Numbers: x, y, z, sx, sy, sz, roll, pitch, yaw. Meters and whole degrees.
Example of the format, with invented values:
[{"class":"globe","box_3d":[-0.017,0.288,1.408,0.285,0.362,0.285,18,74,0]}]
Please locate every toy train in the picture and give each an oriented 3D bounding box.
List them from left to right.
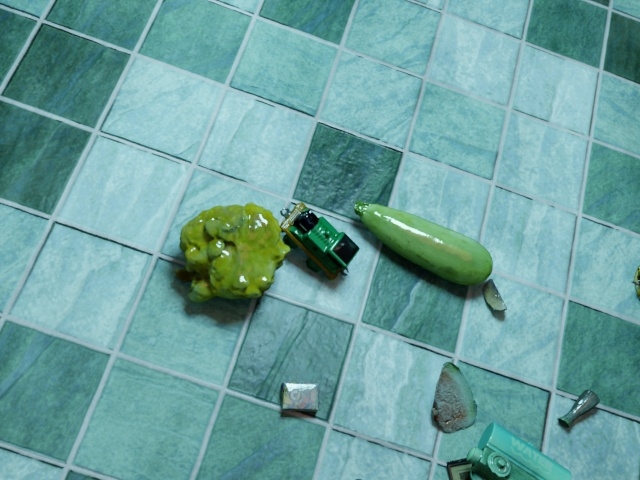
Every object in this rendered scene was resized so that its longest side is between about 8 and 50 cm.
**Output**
[{"class":"toy train","box_3d":[0.000,0.000,1.798,0.228,0.136,0.091,47,63,-17]},{"class":"toy train","box_3d":[0.445,0.513,1.706,0.248,0.101,0.159,34,48,3]}]

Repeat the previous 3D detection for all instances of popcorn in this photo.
[{"class":"popcorn","box_3d":[-0.204,0.031,1.743,0.266,0.192,0.233,-39,95,0]}]

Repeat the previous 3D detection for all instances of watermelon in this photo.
[{"class":"watermelon","box_3d":[0.293,0.350,1.749,0.094,0.081,0.180,-19,108,-39]}]

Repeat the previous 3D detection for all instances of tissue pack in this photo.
[{"class":"tissue pack","box_3d":[-0.045,0.346,1.707,0.083,0.035,0.063,4,67,-10]}]

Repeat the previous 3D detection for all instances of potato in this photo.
[{"class":"potato","box_3d":[0.431,0.145,1.901,0.037,0.036,0.093,-30,52,15]}]

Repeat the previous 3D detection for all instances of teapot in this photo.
[{"class":"teapot","box_3d":[0.610,0.402,1.824,0.110,0.043,0.043,-35,78,-19]}]

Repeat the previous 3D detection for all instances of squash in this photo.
[{"class":"squash","box_3d":[0.245,0.005,1.875,0.370,0.118,0.118,24,64,2]}]

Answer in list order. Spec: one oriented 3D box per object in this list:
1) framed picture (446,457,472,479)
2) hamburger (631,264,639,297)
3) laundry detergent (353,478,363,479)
[{"class":"framed picture","box_3d":[0.390,0.577,1.715,0.195,0.010,0.200,-6,69,-14]},{"class":"hamburger","box_3d":[0.888,0.106,1.979,0.189,0.093,0.164,-23,76,-19]},{"class":"laundry detergent","box_3d":[0.041,0.600,1.603,0.206,0.061,0.097,-40,82,-23]}]
